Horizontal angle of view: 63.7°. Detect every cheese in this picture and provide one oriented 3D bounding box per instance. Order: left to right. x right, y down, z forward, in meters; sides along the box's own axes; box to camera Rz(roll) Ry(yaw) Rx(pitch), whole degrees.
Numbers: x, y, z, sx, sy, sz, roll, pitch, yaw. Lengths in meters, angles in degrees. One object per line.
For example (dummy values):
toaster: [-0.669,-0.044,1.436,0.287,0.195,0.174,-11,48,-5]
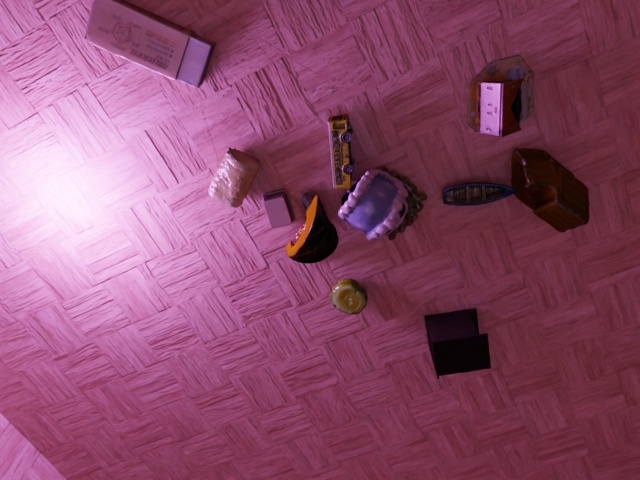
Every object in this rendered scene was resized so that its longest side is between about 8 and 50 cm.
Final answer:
cheese: [-0.279,-0.200,1.663,0.123,0.094,0.167,26,114,-12]

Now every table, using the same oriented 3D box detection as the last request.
table: [0.497,0.373,1.871,0.193,0.169,0.172,-11,115,6]

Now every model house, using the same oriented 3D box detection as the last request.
model house: [0.540,-0.415,1.503,0.207,0.136,0.219,-3,116,6]
model house: [0.694,-0.143,1.572,0.268,0.239,0.173,30,117,-11]

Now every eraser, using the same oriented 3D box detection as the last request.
eraser: [-0.490,-0.579,1.497,0.343,0.078,0.144,23,115,-10]

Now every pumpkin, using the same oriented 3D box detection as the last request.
pumpkin: [0.002,0.001,1.712,0.163,0.111,0.278,16,128,-20]

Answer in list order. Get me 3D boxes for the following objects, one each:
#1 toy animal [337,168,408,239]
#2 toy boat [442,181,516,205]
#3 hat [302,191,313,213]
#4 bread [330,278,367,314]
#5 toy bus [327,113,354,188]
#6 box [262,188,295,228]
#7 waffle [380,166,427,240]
toy animal: [0.169,-0.102,1.608,0.204,0.156,0.208,36,111,-3]
toy boat: [0.511,-0.156,1.669,0.228,0.046,0.080,-6,114,11]
hat: [-0.027,-0.121,1.722,0.042,0.058,0.087,-10,95,-37]
bread: [0.103,0.200,1.855,0.139,0.071,0.130,28,111,-9]
toy bus: [0.069,-0.278,1.624,0.074,0.081,0.226,-1,119,8]
box: [-0.140,-0.101,1.723,0.089,0.062,0.122,-12,115,8]
waffle: [0.229,-0.111,1.708,0.204,0.054,0.223,33,112,-14]
